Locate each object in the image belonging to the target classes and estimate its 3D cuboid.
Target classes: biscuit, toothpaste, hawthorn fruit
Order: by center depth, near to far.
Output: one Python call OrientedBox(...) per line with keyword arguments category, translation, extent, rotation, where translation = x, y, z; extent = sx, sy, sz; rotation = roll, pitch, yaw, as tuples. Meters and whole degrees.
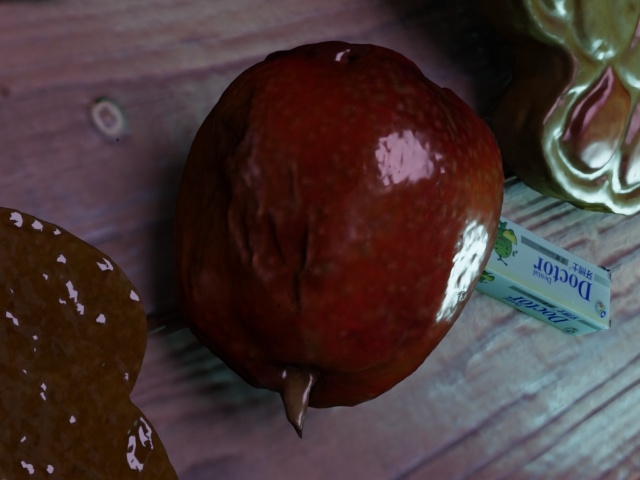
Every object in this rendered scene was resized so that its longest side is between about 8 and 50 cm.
OrientedBox(category="biscuit", translation=(-0.152, 0.121, 0.525), extent=(0.208, 0.041, 0.290), rotation=(32, 55, -28))
OrientedBox(category="hawthorn fruit", translation=(0.002, -0.013, 0.642), extent=(0.173, 0.173, 0.179), rotation=(42, 87, -21))
OrientedBox(category="toothpaste", translation=(0.126, 0.015, 0.829), extent=(0.164, 0.034, 0.046), rotation=(25, 61, -33))
OrientedBox(category="biscuit", translation=(0.221, -0.197, 0.896), extent=(0.381, 0.074, 0.359), rotation=(1, 94, -48))
